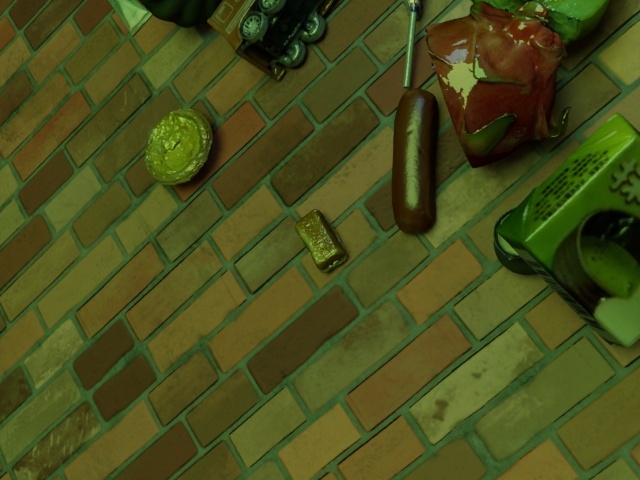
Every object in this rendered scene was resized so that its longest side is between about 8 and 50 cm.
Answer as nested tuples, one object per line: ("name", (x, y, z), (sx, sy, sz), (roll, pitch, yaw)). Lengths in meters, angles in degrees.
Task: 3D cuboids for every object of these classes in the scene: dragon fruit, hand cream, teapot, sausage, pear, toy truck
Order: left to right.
("hand cream", (-0.507, -0.608, 2.272), (0.076, 0.047, 0.174), (-45, 71, 11))
("toy truck", (-0.071, -0.576, 1.962), (0.387, 0.173, 0.207), (-53, 52, 10))
("sausage", (0.188, -0.163, 1.779), (0.089, 0.083, 0.300), (0, 79, 15))
("dragon fruit", (0.338, -0.295, 1.617), (0.225, 0.305, 0.305), (-19, 70, 14))
("teapot", (0.384, -0.020, 1.623), (0.130, 0.119, 0.166), (23, 89, 29))
("pear", (0.452, -0.497, 1.700), (0.288, 0.139, 0.239), (31, 78, 34))

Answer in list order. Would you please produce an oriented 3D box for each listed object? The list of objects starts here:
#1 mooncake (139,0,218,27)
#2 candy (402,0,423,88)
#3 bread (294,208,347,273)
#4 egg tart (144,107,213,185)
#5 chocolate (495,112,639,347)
("mooncake", (-0.304, -0.676, 2.027), (0.351, 0.351, 0.187), (-51, 50, 8))
("candy", (0.200, -0.499, 1.848), (0.124, 0.124, 0.365), (4, 87, 28))
("bread", (0.000, 0.000, 1.856), (0.074, 0.053, 0.132), (-38, 64, 10))
("egg tart", (-0.320, -0.215, 2.060), (0.191, 0.074, 0.191), (-7, 74, 26))
("chocolate", (0.503, -0.007, 1.477), (0.301, 0.137, 0.289), (43, 100, -8))
